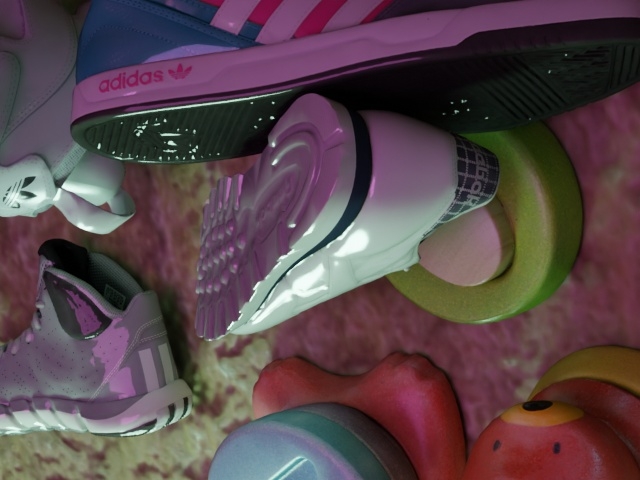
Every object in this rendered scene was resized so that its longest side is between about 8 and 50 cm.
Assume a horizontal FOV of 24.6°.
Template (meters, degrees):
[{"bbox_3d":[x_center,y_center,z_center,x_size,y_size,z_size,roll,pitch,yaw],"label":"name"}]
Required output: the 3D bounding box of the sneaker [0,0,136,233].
[{"bbox_3d":[-0.223,-0.151,0.920,0.137,0.210,0.366,-49,41,39],"label":"sneaker"}]

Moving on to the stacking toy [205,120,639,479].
[{"bbox_3d":[0.033,0.080,0.803,0.309,0.130,0.279,-18,95,41],"label":"stacking toy"}]

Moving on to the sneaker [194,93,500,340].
[{"bbox_3d":[0.000,0.000,0.757,0.235,0.095,0.090,148,121,-62],"label":"sneaker"}]

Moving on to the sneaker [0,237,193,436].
[{"bbox_3d":[-0.193,0.064,1.018,0.229,0.086,0.132,-5,99,29],"label":"sneaker"}]

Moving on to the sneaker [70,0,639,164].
[{"bbox_3d":[0.016,-0.144,0.741,0.295,0.124,0.178,-6,74,11],"label":"sneaker"}]
